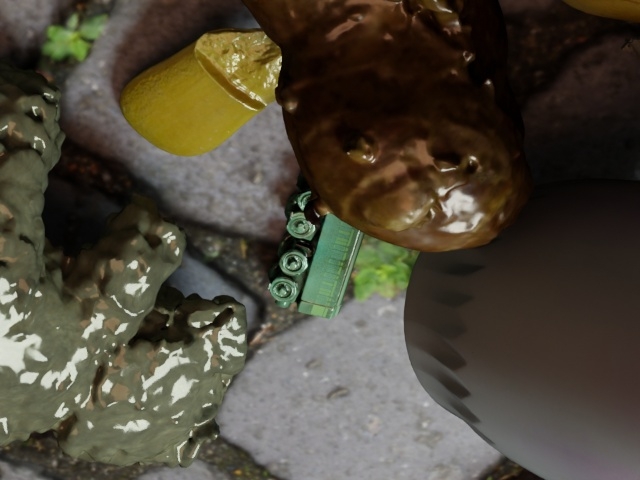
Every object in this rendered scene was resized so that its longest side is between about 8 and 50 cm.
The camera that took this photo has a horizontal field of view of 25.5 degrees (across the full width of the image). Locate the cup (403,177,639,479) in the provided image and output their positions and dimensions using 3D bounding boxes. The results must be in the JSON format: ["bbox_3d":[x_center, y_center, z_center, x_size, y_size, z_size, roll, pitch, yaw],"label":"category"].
[{"bbox_3d":[0.243,0.079,1.031,0.253,0.372,0.253,-7,102,-33],"label":"cup"}]

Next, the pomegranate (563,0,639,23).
[{"bbox_3d":[0.219,-0.263,0.884,0.264,0.264,0.264,1,125,1],"label":"pomegranate"}]

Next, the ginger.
[{"bbox_3d":[0.024,-0.161,0.979,0.176,0.254,0.418,-20,117,23],"label":"ginger"}]

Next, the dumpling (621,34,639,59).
[{"bbox_3d":[0.346,-0.107,0.985,0.260,0.341,0.181,6,110,40],"label":"dumpling"}]

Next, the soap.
[{"bbox_3d":[-0.092,-0.118,1.111,0.089,0.033,0.168,34,138,-23],"label":"soap"}]

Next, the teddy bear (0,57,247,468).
[{"bbox_3d":[-0.239,0.076,1.203,0.357,0.224,0.368,-39,130,24],"label":"teddy bear"}]

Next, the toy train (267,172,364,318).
[{"bbox_3d":[0.000,0.000,1.210,0.071,0.038,0.148,11,125,-9],"label":"toy train"}]
